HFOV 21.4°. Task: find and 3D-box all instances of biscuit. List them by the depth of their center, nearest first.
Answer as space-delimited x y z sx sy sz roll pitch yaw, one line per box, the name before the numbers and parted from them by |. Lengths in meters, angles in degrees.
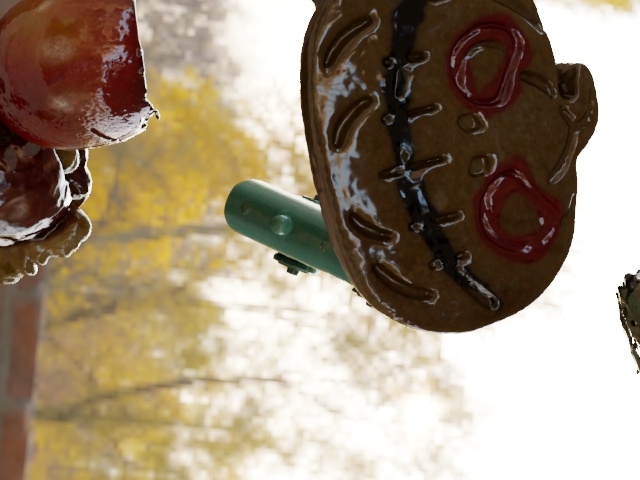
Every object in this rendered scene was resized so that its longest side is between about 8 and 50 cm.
biscuit | 0.135 -0.101 1.603 0.063 0.314 0.367 -2 -78 67

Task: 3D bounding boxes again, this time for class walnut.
walnut | -0.412 -0.067 2.014 0.222 0.269 0.244 -84 169 -64

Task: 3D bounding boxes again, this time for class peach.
peach | -0.247 -0.189 1.812 0.226 0.196 0.190 -12 -136 39

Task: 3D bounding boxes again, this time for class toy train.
toy train | 0.000 0.000 1.912 0.248 0.159 0.101 23 -89 43

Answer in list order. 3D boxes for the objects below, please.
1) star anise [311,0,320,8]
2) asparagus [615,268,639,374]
star anise | -0.003 -0.263 1.640 0.141 0.042 0.141 58 12 -20
asparagus | 0.415 0.043 1.250 0.128 0.381 0.108 -81 156 -63
